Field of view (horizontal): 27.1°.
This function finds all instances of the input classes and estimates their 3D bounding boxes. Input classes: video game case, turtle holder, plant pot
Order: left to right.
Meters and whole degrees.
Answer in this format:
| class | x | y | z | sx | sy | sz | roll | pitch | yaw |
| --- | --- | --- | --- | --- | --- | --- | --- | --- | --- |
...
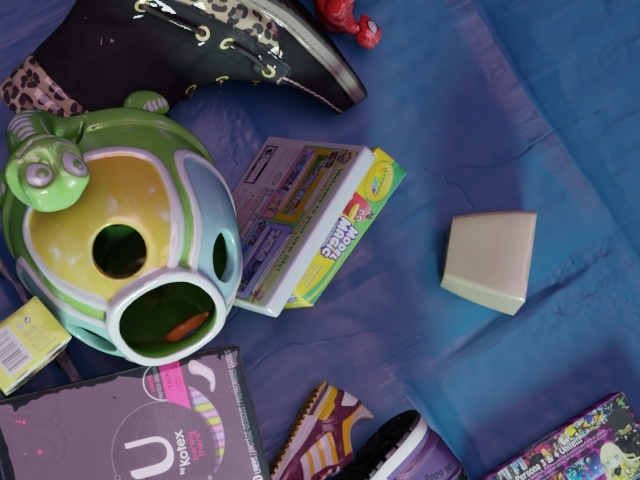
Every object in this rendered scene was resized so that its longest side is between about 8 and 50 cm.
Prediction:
| class | x | y | z | sx | sy | sz | roll | pitch | yaw |
| --- | --- | --- | --- | --- | --- | --- | --- | --- | --- |
| turtle holder | -0.196 | -0.018 | 1.361 | 0.243 | 0.320 | 0.227 | -16 | 50 | -19 |
| video game case | -0.053 | -0.021 | 1.486 | 0.023 | 0.193 | 0.212 | 41 | 73 | -33 |
| plant pot | 0.195 | 0.020 | 1.571 | 0.096 | 0.109 | 0.109 | 10 | 78 | 3 |
| video game case | 0.314 | 0.326 | 1.569 | 0.232 | 0.042 | 0.210 | -30 | 87 | -15 |

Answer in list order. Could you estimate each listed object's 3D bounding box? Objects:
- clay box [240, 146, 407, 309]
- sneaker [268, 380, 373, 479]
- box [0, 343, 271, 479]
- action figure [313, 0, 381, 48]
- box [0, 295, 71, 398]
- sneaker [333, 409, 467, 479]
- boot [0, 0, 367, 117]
| class | x | y | z | sx | sy | sz | roll | pitch | yaw |
| --- | --- | --- | --- | --- | --- | --- | --- | --- | --- |
| clay box | 0.000 | 0.000 | 1.517 | 0.053 | 0.127 | 0.222 | 38 | 76 | -11 |
| sneaker | -0.008 | 0.255 | 1.503 | 0.084 | 0.069 | 0.185 | 30 | 78 | -5 |
| box | -0.207 | 0.224 | 1.429 | 0.270 | 0.143 | 0.165 | -14 | 83 | -13 |
| action figure | 0.000 | -0.361 | 1.598 | 0.139 | 0.091 | 0.280 | -39 | 89 | -6 |
| box | -0.312 | 0.115 | 1.380 | 0.087 | 0.232 | 0.058 | -40 | 93 | -14 |
| sneaker | 0.049 | 0.326 | 1.439 | 0.283 | 0.107 | 0.124 | -44 | 100 | -12 |
| boot | -0.149 | -0.186 | 1.501 | 0.284 | 0.138 | 0.377 | -46 | 136 | 12 |
